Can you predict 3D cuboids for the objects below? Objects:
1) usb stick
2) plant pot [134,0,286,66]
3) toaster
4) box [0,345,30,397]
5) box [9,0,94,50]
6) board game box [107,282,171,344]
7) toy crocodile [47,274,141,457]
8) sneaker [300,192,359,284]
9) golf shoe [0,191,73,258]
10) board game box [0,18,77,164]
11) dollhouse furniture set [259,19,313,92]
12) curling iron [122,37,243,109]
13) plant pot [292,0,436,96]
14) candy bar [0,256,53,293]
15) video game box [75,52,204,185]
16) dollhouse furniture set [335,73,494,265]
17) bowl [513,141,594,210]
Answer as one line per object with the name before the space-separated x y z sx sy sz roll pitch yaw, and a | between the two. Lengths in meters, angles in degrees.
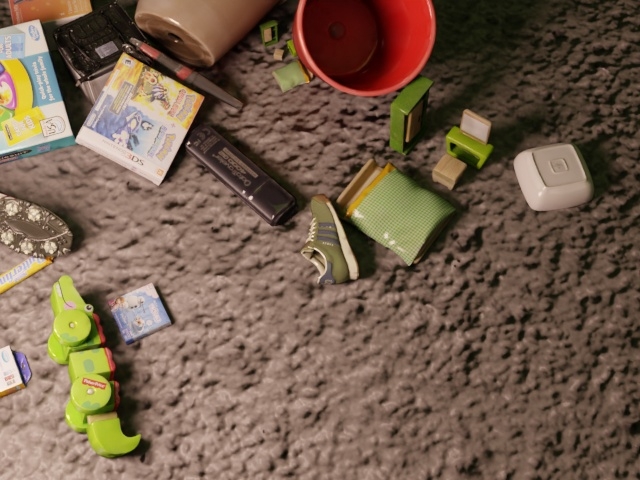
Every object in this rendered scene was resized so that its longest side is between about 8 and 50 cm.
usb stick | -0.160 -0.132 1.882 0.278 0.045 0.077 41 75 20
plant pot | -0.235 -0.528 1.975 0.323 0.323 0.280 24 77 13
toaster | -0.459 -0.390 1.989 0.186 0.110 0.168 -31 65 -16
box | -0.589 0.245 1.681 0.136 0.028 0.081 -24 63 -11
box | -0.580 -0.494 2.059 0.170 0.091 0.130 -15 62 -8
board game box | -0.334 0.135 1.746 0.090 0.020 0.090 -24 63 -14
toy crocodile | -0.404 0.219 1.648 0.105 0.115 0.340 -9 61 -27
sneaker | 0.000 0.000 1.794 0.086 0.064 0.192 -17 65 -15
golf shoe | -0.591 -0.052 1.796 0.273 0.105 0.120 19 18 -2
board game box | -0.690 -0.275 1.897 0.336 0.079 0.253 -17 83 -9
dollhouse furniture set | -0.077 -0.398 2.023 0.076 0.058 0.151 -23 63 -12
curling iron | -0.277 -0.341 1.934 0.274 0.068 0.035 25 82 -20
plant pot | 0.062 -0.423 1.895 0.275 0.243 0.275 -2 99 -14
candy bar | -0.581 0.067 1.786 0.161 0.018 0.040 -33 66 -16
video game box | -0.358 -0.243 1.888 0.187 0.048 0.205 28 71 -15
dollhouse furniture set | 0.184 -0.137 1.822 0.197 0.151 0.301 31 65 16
bowl | 0.468 -0.135 1.878 0.142 0.053 0.142 -10 62 -7
